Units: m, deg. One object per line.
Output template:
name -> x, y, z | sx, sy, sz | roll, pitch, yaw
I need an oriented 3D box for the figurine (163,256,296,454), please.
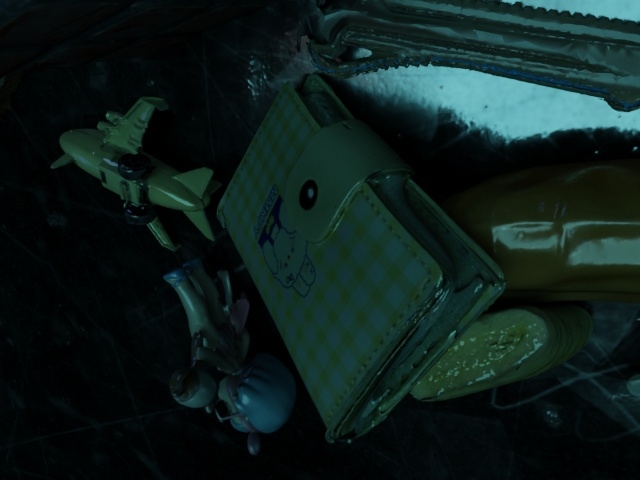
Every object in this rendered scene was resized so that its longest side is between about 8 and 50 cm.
figurine -> -0.117, 0.145, 0.649 | 0.103, 0.205, 0.260 | -24, 99, 8

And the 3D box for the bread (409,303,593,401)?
bread -> 0.170, 0.102, 0.477 | 0.139, 0.178, 0.060 | -30, 67, 34

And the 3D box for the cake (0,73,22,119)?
cake -> -0.477, -0.221, 0.672 | 0.113, 0.116, 0.295 | 46, 121, 4

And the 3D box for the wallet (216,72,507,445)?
wallet -> 0.000, 0.000, 0.485 | 0.309, 0.077, 0.223 | 56, 132, 37

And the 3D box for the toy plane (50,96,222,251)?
toy plane -> -0.234, -0.085, 0.634 | 0.244, 0.092, 0.229 | 21, 135, 12

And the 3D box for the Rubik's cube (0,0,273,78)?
Rubik's cube -> -0.186, -0.312, 0.374 | 0.304, 0.305, 0.300 | -9, 109, 27

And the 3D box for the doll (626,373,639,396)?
doll -> 0.363, 0.112, 0.460 | 0.135, 0.071, 0.113 | 8, 124, 17

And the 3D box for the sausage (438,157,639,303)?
sausage -> 0.217, -0.007, 0.434 | 0.241, 0.136, 0.120 | -3, 105, 22

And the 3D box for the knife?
knife -> 0.155, -0.165, 0.441 | 0.365, 0.043, 0.089 | 15, 119, 16
